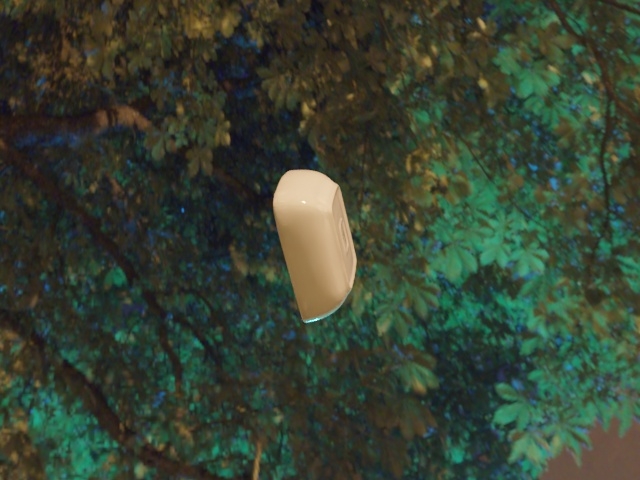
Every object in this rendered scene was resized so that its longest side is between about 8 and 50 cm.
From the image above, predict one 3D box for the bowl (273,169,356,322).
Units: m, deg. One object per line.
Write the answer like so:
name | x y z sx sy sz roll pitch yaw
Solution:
bowl | 0.000 0.000 0.908 0.053 0.142 0.142 -11 -73 9
